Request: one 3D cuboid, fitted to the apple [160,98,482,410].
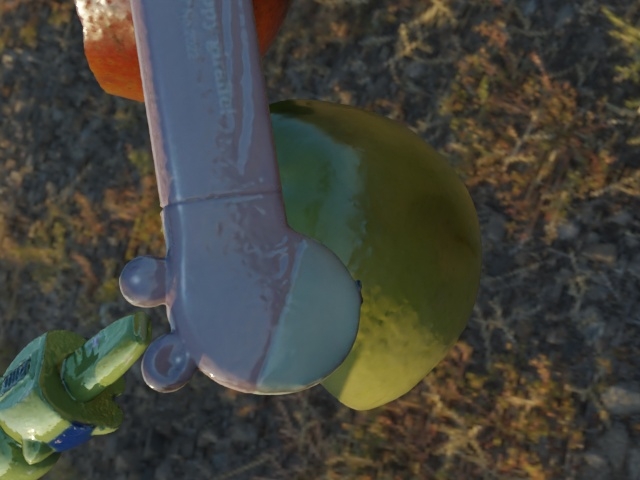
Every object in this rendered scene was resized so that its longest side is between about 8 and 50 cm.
[{"bbox_3d":[0.017,-0.012,1.083,0.233,0.258,0.295,-48,50,1],"label":"apple"}]

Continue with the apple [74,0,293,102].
[{"bbox_3d":[-0.158,-0.333,1.321,0.295,0.328,0.365,57,155,31],"label":"apple"}]

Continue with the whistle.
[{"bbox_3d":[-0.209,0.125,0.900,0.227,0.085,0.105,-37,35,26],"label":"whistle"}]

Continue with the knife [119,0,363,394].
[{"bbox_3d":[-0.067,-0.110,0.643,0.038,0.132,0.399,159,102,-70],"label":"knife"}]
